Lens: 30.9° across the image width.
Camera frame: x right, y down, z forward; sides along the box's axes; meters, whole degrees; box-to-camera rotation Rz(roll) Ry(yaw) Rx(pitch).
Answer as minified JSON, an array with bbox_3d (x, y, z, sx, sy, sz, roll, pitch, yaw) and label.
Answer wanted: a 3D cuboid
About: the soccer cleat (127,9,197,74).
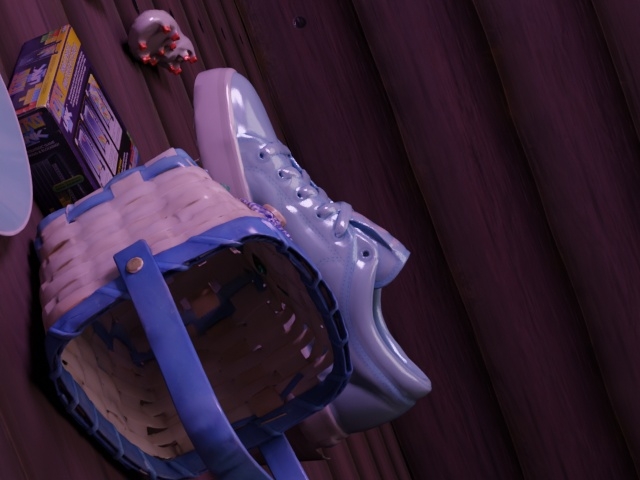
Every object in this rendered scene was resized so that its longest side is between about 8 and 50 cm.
[{"bbox_3d":[-0.207,-0.258,1.443,0.076,0.068,0.196,56,4,6],"label":"soccer cleat"}]

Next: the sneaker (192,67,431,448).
[{"bbox_3d":[0.000,0.000,1.075,0.135,0.150,0.365,-64,134,-82],"label":"sneaker"}]

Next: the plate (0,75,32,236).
[{"bbox_3d":[-0.244,-0.088,0.764,0.188,0.024,0.188,-19,90,-84],"label":"plate"}]

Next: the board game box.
[{"bbox_3d":[-0.205,-0.082,0.964,0.170,0.048,0.141,-98,165,-59],"label":"board game box"}]

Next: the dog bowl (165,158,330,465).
[{"bbox_3d":[-0.090,0.077,1.215,0.349,0.102,0.348,-19,90,-84],"label":"dog bowl"}]

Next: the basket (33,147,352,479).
[{"bbox_3d":[-0.077,0.089,0.825,0.289,0.201,0.254,63,0,38],"label":"basket"}]
